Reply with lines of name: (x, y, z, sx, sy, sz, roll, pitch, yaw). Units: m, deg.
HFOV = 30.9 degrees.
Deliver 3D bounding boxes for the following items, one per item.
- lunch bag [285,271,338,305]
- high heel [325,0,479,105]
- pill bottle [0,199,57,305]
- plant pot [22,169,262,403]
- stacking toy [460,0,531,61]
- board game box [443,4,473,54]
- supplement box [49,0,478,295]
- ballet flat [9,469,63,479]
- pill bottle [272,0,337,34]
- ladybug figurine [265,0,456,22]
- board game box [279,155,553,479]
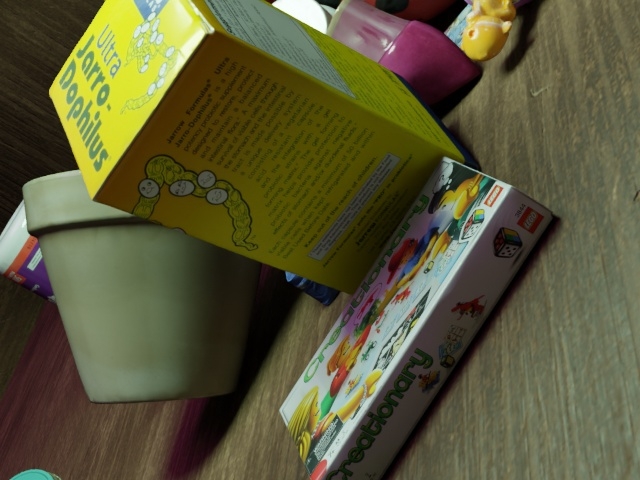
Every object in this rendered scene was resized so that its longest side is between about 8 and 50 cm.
lunch bag: (0.003, 0.017, 1.363, 0.098, 0.065, 0.067, -56, 16, 9)
high heel: (0.061, -0.118, 1.452, 0.127, 0.181, 0.377, -50, -14, -38)
pill bottle: (-0.418, 0.048, 2.097, 0.181, 0.323, 0.181, -51, 17, 22)
plant pot: (-0.207, 0.060, 1.482, 0.323, 0.323, 0.280, 167, 99, -68)
stacking toy: (0.202, -0.326, 1.303, 0.175, 0.165, 0.302, -17, 53, 42)
board game box: (0.186, -0.263, 1.422, 0.090, 0.020, 0.090, -47, 19, 30)
supplement box: (-0.054, -0.109, 1.158, 0.195, 0.356, 0.194, -52, 41, 19)
ballet flat: (-0.428, 0.535, 1.516, 0.164, 0.182, 0.483, -8, 37, 16)
pill bottle: (0.005, -0.243, 1.552, 0.121, 0.121, 0.221, -57, -24, 4)
ladybug figurine: (0.026, -0.392, 1.581, 0.449, 0.305, 0.162, 16, 96, 35)
board game box: (0.077, 0.074, 1.058, 0.305, 0.053, 0.193, -57, 15, 3)
